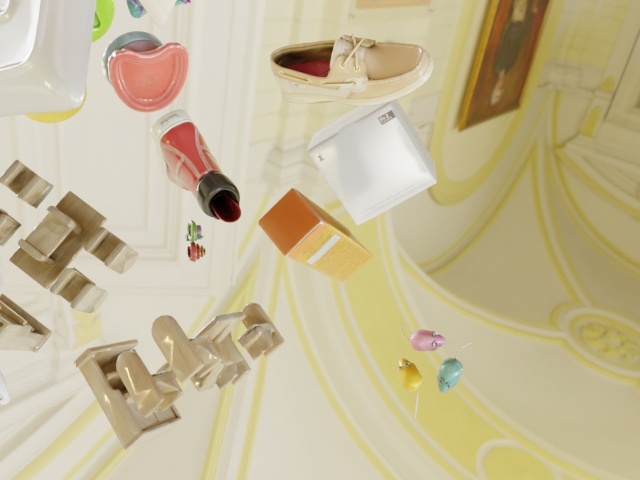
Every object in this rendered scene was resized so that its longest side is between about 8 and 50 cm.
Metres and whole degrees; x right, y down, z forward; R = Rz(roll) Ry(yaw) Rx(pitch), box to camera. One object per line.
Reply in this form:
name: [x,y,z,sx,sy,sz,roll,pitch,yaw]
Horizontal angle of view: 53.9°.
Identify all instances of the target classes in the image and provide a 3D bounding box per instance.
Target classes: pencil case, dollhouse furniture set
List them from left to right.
dollhouse furniture set: [-0.432,0.043,0.975,0.212,0.242,0.161,37,170,4]
pencil case: [-0.416,-0.619,1.612,0.152,0.070,0.064,-14,-123,3]
dollhouse furniture set: [-0.364,0.275,1.528,0.256,0.394,0.362,53,-160,16]

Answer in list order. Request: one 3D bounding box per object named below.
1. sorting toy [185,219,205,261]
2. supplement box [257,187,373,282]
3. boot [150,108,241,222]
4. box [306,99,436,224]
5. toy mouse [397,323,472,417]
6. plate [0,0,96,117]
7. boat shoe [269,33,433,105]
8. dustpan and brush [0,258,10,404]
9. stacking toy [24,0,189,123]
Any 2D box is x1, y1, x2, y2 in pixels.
sorting toy: [-0.286,-0.001,1.464,0.042,0.102,0.061,-4,-158,-27]
supplement box: [0.000,0.000,0.966,0.078,0.080,0.233,49,-171,25]
boot: [-0.185,-0.085,1.021,0.088,0.244,0.176,-34,-99,-9]
box: [0.100,-0.160,1.204,0.181,0.182,0.119,-28,-161,20]
toy mouse: [0.198,0.206,1.098,0.143,0.031,0.161,-24,-111,8]
plate: [-0.355,-0.284,0.730,0.278,0.277,0.045,4,177,36]
boat shoe: [0.025,-0.174,0.627,0.170,0.059,0.063,-1,-117,25]
dustpan and brush: [-0.381,0.077,0.666,0.147,0.211,0.060,-26,-165,5]
stacking toy: [-0.401,-0.369,1.135,0.309,0.279,0.130,-11,-133,-34]
